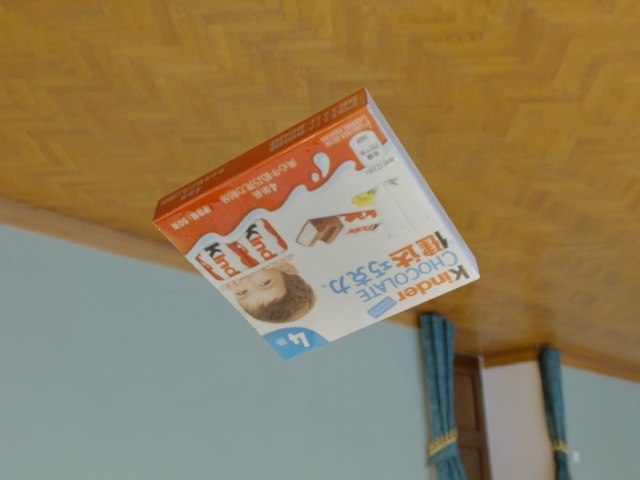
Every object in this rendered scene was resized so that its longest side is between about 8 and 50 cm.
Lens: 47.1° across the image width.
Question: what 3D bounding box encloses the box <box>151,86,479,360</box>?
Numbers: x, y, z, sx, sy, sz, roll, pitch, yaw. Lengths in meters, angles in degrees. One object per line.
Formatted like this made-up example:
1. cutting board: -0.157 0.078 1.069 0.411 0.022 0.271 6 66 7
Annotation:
1. box: 0.000 0.000 0.825 0.273 0.048 0.265 -27 124 20
